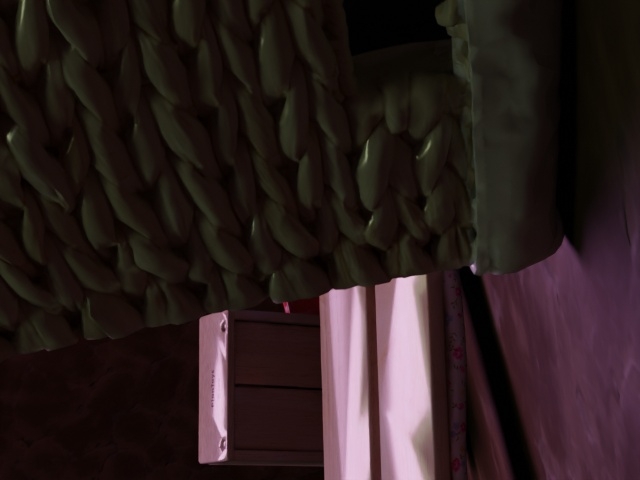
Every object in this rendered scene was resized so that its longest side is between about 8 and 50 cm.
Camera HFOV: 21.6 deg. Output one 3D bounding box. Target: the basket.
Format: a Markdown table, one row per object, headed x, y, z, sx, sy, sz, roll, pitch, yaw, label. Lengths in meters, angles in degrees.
| x | y | z | sx | sy | sz | roll | pitch | yaw | label |
| --- | --- | --- | --- | --- | --- | --- | --- | --- | --- |
| -0.076 | -0.179 | 0.656 | 0.328 | 0.266 | 0.331 | 79 | 178 | -48 | basket |

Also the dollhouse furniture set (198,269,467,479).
| x | y | z | sx | sy | sz | roll | pitch | yaw | label |
| --- | --- | --- | --- | --- | --- | --- | --- | --- | --- |
| 0.076 | 0.063 | 1.055 | 0.355 | 0.174 | 0.303 | -20 | 68 | 58 | dollhouse furniture set |

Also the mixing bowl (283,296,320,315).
| x | y | z | sx | sy | sz | roll | pitch | yaw | label |
| --- | --- | --- | --- | --- | --- | --- | --- | --- | --- |
| 0.000 | 0.000 | 1.611 | 0.181 | 0.098 | 0.181 | 166 | 90 | -87 | mixing bowl |
